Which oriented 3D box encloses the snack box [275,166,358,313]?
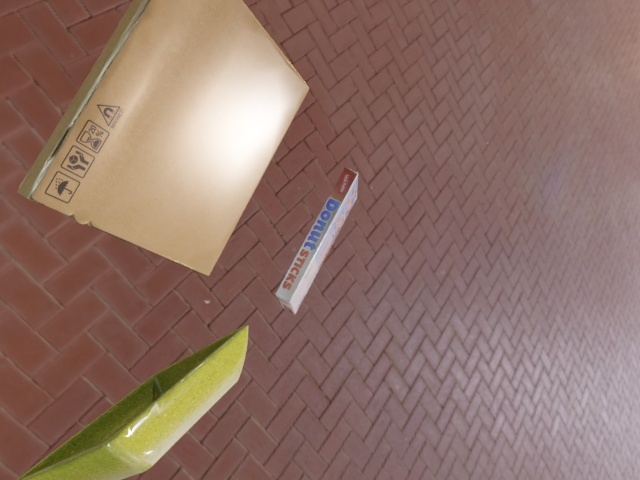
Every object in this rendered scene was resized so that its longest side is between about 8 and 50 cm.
[{"bbox_3d":[0.000,0.000,0.543,0.178,0.022,0.064,-62,167,-19],"label":"snack box"}]

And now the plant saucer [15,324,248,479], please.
[{"bbox_3d":[-0.170,0.175,0.447,0.045,0.188,0.188,58,31,-2],"label":"plant saucer"}]

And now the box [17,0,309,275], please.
[{"bbox_3d":[-0.099,-0.086,0.351,0.164,0.021,0.201,37,77,-54],"label":"box"}]
